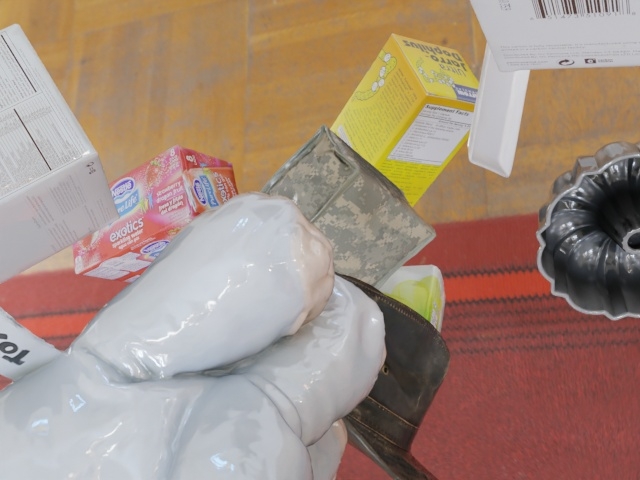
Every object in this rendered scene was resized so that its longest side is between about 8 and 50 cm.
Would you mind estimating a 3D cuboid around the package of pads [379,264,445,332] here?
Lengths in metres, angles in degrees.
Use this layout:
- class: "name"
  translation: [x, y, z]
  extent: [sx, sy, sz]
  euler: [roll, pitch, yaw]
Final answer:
- class: "package of pads"
  translation: [0.076, 0.147, 1.456]
  extent: [0.296, 0.101, 0.229]
  euler: [-4, 32, 18]

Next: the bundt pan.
- class: "bundt pan"
  translation: [0.520, -0.032, 1.327]
  extent: [0.330, 0.331, 0.124]
  euler: [-15, 32, 15]

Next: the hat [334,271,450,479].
- class: "hat"
  translation: [0.030, 0.104, 0.749]
  extent: [0.331, 0.331, 0.134]
  euler: [34, 81, 28]

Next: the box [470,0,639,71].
- class: "box"
  translation: [0.228, -0.234, 0.665]
  extent: [0.181, 0.182, 0.119]
  euler: [4, 78, 25]

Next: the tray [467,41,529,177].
- class: "tray"
  translation: [0.317, -0.258, 1.410]
  extent: [0.030, 0.145, 0.270]
  euler: [9, 88, 41]

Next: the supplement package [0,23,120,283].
- class: "supplement package"
  translation: [-0.323, -0.058, 0.743]
  extent: [0.203, 0.194, 0.149]
  euler: [-31, 81, -15]

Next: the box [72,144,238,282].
- class: "box"
  translation: [-0.260, -0.035, 1.237]
  extent: [0.257, 0.128, 0.123]
  euler: [-24, 68, 30]

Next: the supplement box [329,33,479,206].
- class: "supplement box"
  translation: [0.175, -0.245, 1.753]
  extent: [0.356, 0.194, 0.195]
  euler: [-53, 47, 38]

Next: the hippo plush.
- class: "hippo plush"
  translation: [-0.019, 0.115, 0.332]
  extent: [0.236, 0.294, 0.234]
  euler: [31, 82, 40]

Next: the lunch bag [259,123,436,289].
- class: "lunch bag"
  translation: [0.000, 0.000, 1.283]
  extent: [0.287, 0.235, 0.169]
  euler: [-45, 44, 12]
